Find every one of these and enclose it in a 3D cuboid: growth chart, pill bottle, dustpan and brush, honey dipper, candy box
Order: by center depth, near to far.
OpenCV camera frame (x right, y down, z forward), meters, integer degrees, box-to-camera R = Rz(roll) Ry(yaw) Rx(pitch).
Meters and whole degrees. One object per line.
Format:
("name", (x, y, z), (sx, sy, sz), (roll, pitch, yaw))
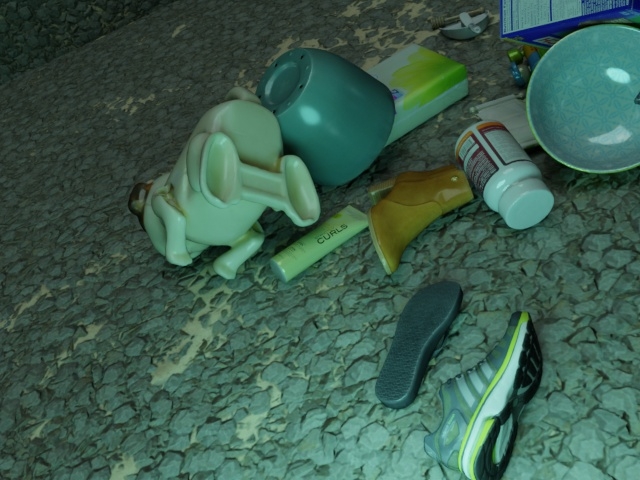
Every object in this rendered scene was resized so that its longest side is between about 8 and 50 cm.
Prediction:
("pill bottle", (0.364, -0.132, 1.402), (0.121, 0.121, 0.221), (-24, 48, 1))
("candy box", (0.575, -0.478, 1.451), (0.268, 0.122, 0.317), (-2, 5, -34))
("growth chart", (0.447, -0.271, 1.591), (0.171, 0.021, 0.237), (-13, 37, -8))
("dustpan and brush", (0.422, -0.605, 1.986), (0.147, 0.060, 0.211), (-19, 38, 7))
("honey dipper", (0.409, -0.664, 2.091), (0.160, 0.031, 0.030), (-12, 40, 11))

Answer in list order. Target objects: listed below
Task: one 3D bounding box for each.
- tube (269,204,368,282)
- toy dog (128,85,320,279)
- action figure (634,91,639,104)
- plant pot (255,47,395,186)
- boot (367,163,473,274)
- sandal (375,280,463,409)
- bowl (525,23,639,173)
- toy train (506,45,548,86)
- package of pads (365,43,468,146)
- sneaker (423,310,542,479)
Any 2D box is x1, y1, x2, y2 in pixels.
("tube", (0.000, 0.000, 1.510), (0.240, 0.062, 0.070), (-34, 83, -21))
("toy dog", (-0.261, -0.109, 1.550), (0.408, 0.284, 0.396), (-34, 65, 41))
("action figure", (0.723, -0.153, 1.230), (0.330, 0.178, 0.341), (-32, 67, 0))
("plant pot", (-0.011, -0.307, 1.641), (0.293, 0.235, 0.293), (-22, 54, 34))
("boot", (0.207, -0.060, 1.429), (0.211, 0.104, 0.295), (-15, 35, 12))
("sandal", (0.171, 0.179, 1.221), (0.097, 0.054, 0.255), (9, 58, 45))
("bowl", (0.564, -0.270, 1.417), (0.289, 0.290, 0.156), (-11, -3, 17))
("toy train", (0.533, -0.486, 1.767), (0.143, 0.105, 0.248), (-26, 36, 21))
("package of pads", (0.198, -0.378, 1.809), (0.296, 0.101, 0.229), (-32, 40, -10))
("sneaker", (0.251, 0.222, 1.078), (0.121, 0.111, 0.300), (5, 45, 38))
